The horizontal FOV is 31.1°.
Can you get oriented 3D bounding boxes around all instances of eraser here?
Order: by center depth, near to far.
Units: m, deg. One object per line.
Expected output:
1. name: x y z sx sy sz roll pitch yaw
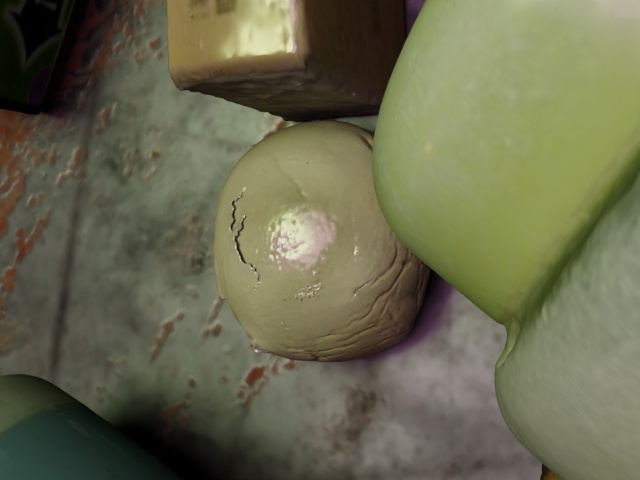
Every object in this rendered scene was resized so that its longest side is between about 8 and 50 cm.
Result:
1. eraser: -0.019 -0.240 0.595 0.078 0.144 0.343 -4 86 23

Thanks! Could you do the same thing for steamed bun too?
1. steamed bun: 0.000 0.000 0.605 0.112 0.091 0.130 -4 86 20

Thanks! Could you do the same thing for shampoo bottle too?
1. shampoo bottle: 0.204 -0.026 0.404 0.317 0.322 0.322 38 102 8

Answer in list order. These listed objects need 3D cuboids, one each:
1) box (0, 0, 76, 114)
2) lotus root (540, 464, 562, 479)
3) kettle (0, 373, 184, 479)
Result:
1. box: -0.169 -0.248 0.661 0.097 0.134 0.345 21 97 17
2. lotus root: 0.178 0.170 0.514 0.214 0.138 0.138 38 102 29
3. kettle: -0.104 0.281 0.536 0.342 0.247 0.319 33 58 12
